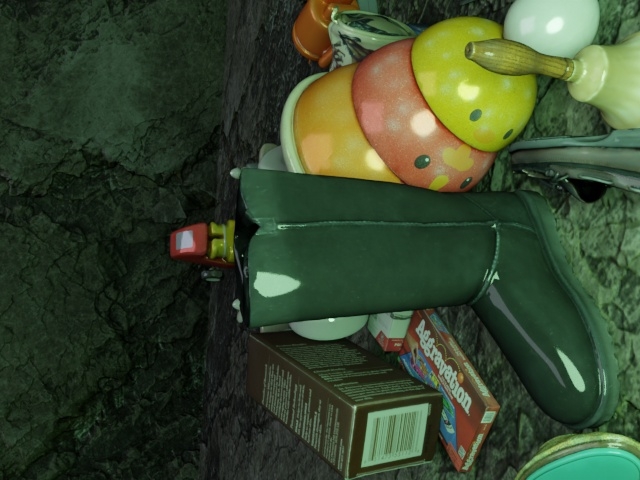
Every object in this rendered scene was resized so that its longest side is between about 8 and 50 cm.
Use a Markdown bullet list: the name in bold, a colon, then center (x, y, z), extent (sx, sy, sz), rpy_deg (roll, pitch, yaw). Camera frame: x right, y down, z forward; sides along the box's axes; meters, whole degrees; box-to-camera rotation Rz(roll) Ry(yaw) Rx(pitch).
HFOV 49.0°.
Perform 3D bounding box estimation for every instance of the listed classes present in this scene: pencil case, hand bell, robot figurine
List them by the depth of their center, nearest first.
- **hand bell**: center (0.276, -0.200, 0.817), extent (0.126, 0.242, 0.126), rpy_deg (-177, 90, -69)
- **pencil case**: center (0.071, -0.259, 1.404), extent (0.159, 0.184, 0.410), rpy_deg (-98, 14, -51)
- **robot figurine**: center (0.011, -0.493, 1.611), extent (0.158, 0.128, 0.219), rpy_deg (49, 155, -3)

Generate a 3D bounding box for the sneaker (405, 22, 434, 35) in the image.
- **sneaker**: center (0.186, -0.396, 1.381), extent (0.144, 0.053, 0.059), rpy_deg (-141, 51, -72)

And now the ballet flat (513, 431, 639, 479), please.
- **ballet flat**: center (0.291, 0.328, 0.896), extent (0.123, 0.123, 0.348), rpy_deg (-110, 32, -47)

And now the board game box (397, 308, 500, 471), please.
- **board game box**: center (0.213, 0.244, 1.224), extent (0.281, 0.027, 0.145), rpy_deg (-118, 38, -55)

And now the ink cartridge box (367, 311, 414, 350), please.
- **ink cartridge box**: center (0.146, 0.136, 1.380), extent (0.099, 0.056, 0.135), rpy_deg (-128, 45, -61)

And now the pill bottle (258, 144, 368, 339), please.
- **pill bottle**: center (0.000, 0.000, 1.369), extent (0.204, 0.204, 0.360), rpy_deg (-123, 23, -58)

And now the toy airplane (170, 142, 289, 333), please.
- **toy airplane**: center (-0.124, 0.002, 1.692), extent (0.386, 0.384, 0.272), rpy_deg (43, 169, 12)

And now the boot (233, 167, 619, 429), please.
- **boot**: center (0.118, 0.075, 0.902), extent (0.146, 0.446, 0.366), rpy_deg (116, 150, -46)

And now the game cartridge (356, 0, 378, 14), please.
- **game cartridge**: center (0.067, -0.583, 1.733), extent (0.198, 0.062, 0.297), rpy_deg (123, 145, -46)

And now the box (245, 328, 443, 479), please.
- **box**: center (0.026, 0.284, 1.304), extent (0.381, 0.191, 0.143), rpy_deg (24, 110, 56)

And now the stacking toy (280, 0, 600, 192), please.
- **stacking toy**: center (0.193, -0.216, 1.049), extent (0.480, 0.351, 0.350), rpy_deg (-36, 51, 45)

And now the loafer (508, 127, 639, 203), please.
- **loafer**: center (0.333, -0.082, 0.850), extent (0.303, 0.109, 0.095), rpy_deg (-171, 81, -67)

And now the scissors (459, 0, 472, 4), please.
- **scissors**: center (0.305, -0.423, 1.110), extent (0.297, 0.021, 0.108), rpy_deg (-134, 48, -65)
